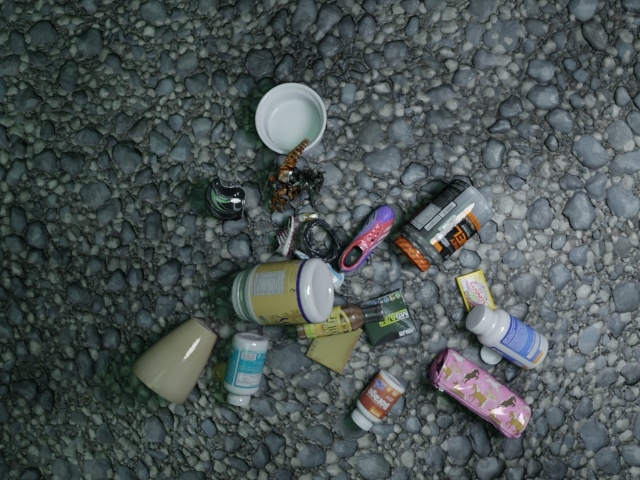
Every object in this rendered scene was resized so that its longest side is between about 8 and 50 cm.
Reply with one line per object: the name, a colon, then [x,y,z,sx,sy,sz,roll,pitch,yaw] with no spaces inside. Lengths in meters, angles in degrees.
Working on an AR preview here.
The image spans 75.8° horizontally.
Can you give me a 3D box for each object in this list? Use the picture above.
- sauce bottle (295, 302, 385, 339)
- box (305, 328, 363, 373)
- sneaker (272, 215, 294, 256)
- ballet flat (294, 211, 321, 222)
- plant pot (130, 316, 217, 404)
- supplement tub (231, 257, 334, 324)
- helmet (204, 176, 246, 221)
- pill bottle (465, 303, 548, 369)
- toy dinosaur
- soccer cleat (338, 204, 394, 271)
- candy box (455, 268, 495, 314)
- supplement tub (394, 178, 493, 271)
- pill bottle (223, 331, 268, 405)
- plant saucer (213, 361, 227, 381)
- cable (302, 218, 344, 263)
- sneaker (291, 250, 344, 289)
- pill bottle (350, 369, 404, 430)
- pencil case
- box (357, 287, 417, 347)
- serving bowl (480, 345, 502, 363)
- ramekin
sauce bottle: [0.076,0.306,1.600,0.344,0.111,0.112,-14,88,9]
box: [0.056,0.416,1.671,0.164,0.021,0.201,26,91,5]
sneaker: [-0.151,-0.022,1.673,0.074,0.063,0.171,14,95,-2]
ballet flat: [-0.054,-0.097,1.679,0.114,0.041,0.041,-7,89,5]
plant pot: [-0.549,0.450,1.627,0.256,0.256,0.274,36,75,4]
supplement tub: [-0.140,0.197,1.551,0.331,0.241,0.241,-7,89,24]
helmet: [-0.383,-0.164,1.645,0.161,0.169,0.170,9,90,-12]
pill bottle: [0.690,0.352,1.540,0.272,0.152,0.152,32,92,-5]
toy dinosaur: [-0.102,-0.232,1.592,0.218,0.322,0.164,21,56,-2]
soccer cleat: [0.185,-0.003,1.619,0.108,0.116,0.318,39,92,4]
candy box: [0.619,0.228,1.627,0.105,0.027,0.206,-20,88,1]
supplement tub: [0.457,-0.051,1.554,0.338,0.207,0.207,-43,86,4]
pill bottle: [-0.302,0.510,1.636,0.146,0.146,0.264,12,90,5]
plant saucer: [-0.403,0.544,1.709,0.083,0.015,0.084,0,89,5]
cable: [0.000,0.000,1.648,0.150,0.047,0.185,-31,88,-18]
sneaker: [-0.010,0.108,1.660,0.237,0.085,0.086,33,61,9]
pill bottle: [0.219,0.626,1.605,0.121,0.121,0.216,37,92,4]
pencil case: [0.598,0.578,1.559,0.386,0.160,0.167,34,91,3]
box: [0.266,0.309,1.645,0.190,0.045,0.184,-20,85,5]
serving bowl: [0.670,0.442,1.619,0.083,0.027,0.084,0,89,4]
ramekin: [-0.111,-0.467,1.641,0.277,0.135,0.278,0,89,4]
